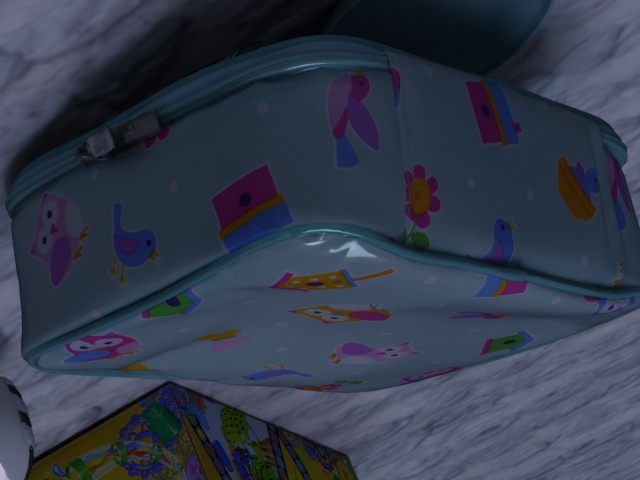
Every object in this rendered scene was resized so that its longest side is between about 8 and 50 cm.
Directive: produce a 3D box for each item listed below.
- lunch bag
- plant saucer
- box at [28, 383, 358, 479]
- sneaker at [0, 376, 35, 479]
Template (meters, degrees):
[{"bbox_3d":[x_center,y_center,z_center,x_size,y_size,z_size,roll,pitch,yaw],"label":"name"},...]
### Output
[{"bbox_3d":[0.000,0.000,0.855,0.224,0.107,0.279,-20,159,39],"label":"lunch bag"},{"bbox_3d":[0.048,-0.101,0.827,0.119,0.021,0.119,-18,155,-9],"label":"plant saucer"},{"bbox_3d":[-0.122,0.262,1.211,0.290,0.177,0.279,-31,154,13],"label":"box"},{"bbox_3d":[-0.296,0.144,0.941,0.281,0.106,0.162,-40,147,10],"label":"sneaker"}]
